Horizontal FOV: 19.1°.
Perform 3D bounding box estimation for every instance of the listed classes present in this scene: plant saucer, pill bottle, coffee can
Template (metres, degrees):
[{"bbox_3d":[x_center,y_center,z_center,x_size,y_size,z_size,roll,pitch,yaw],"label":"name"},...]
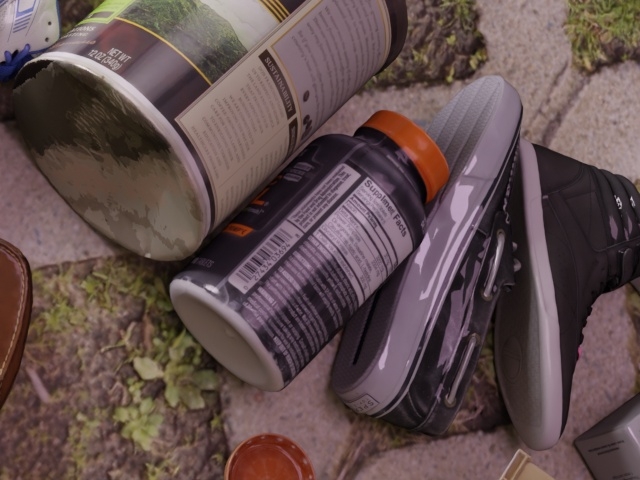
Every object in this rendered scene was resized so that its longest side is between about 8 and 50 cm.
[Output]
[{"bbox_3d":[-0.043,0.203,1.595,0.083,0.013,0.083,8,71,-25],"label":"plant saucer"},{"bbox_3d":[0.000,0.000,1.593,0.130,0.130,0.246,47,69,-7],"label":"pill bottle"},{"bbox_3d":[-0.087,-0.144,1.572,0.201,0.201,0.275,48,59,-7],"label":"coffee can"}]

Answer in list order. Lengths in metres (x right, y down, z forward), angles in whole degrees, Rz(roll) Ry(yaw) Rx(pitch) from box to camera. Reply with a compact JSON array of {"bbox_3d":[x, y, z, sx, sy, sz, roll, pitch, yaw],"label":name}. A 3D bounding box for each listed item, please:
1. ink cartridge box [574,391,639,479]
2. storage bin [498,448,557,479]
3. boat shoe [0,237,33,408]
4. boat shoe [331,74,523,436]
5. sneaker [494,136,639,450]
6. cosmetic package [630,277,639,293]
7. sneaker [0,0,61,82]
[{"bbox_3d":[0.357,0.231,1.756,0.153,0.087,0.208,-32,91,-31],"label":"ink cartridge box"},{"bbox_3d":[0.193,0.350,1.537,0.262,0.123,0.260,36,46,5],"label":"storage bin"},{"bbox_3d":[-0.287,0.123,1.437,0.110,0.104,0.307,28,63,-18],"label":"boat shoe"},{"bbox_3d":[0.116,0.017,1.694,0.119,0.121,0.335,32,72,-26],"label":"boat shoe"},{"bbox_3d":[0.239,0.050,1.739,0.146,0.104,0.296,7,67,-21],"label":"sneaker"},{"bbox_3d":[0.449,0.027,1.842,0.225,0.138,0.224,50,59,-4],"label":"cosmetic package"},{"bbox_3d":[-0.275,-0.168,1.534,0.131,0.112,0.296,39,61,-13],"label":"sneaker"}]
